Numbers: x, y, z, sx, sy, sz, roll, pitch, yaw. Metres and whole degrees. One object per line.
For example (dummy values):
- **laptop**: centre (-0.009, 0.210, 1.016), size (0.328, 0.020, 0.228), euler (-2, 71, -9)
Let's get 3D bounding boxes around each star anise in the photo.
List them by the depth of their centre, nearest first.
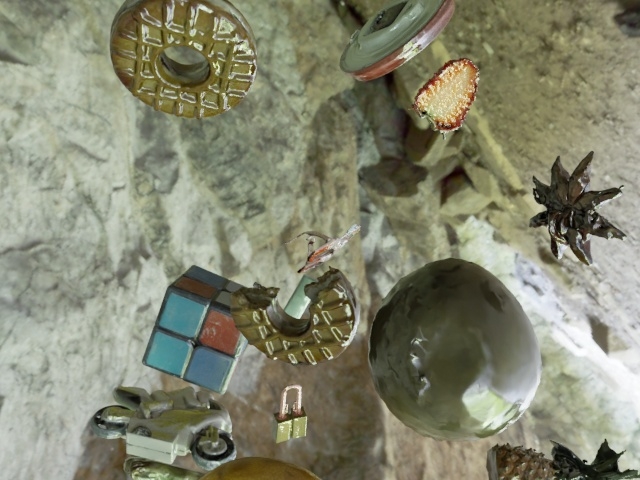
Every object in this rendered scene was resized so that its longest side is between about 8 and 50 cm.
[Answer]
- **star anise**: centre (0.536, -0.066, 1.326), size (0.103, 0.271, 0.272), euler (-10, -131, -28)

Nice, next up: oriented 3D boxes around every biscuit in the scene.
- **biscuit**: centre (-0.297, -0.403, 1.320), size (0.332, 0.332, 0.103), euler (43, -145, -45)
- **biscuit**: centre (-0.061, 0.218, 1.633), size (0.268, 0.367, 0.115), euler (69, -153, -20)
- **biscuit**: centre (-0.473, 0.743, 1.900), size (0.330, 0.078, 0.335), euler (7, 158, 25)

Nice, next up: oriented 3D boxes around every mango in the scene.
- **mango**: centre (-0.077, 0.450, 0.977), size (0.295, 0.177, 0.120), euler (31, 162, -27)

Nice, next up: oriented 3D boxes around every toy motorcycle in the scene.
- **toy motorcycle**: centre (-0.334, 0.407, 1.371), size (0.341, 0.107, 0.223), euler (11, -156, 9)

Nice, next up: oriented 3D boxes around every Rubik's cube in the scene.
- **Rubik's cube**: centre (-0.407, 0.308, 2.144), size (0.316, 0.318, 0.313), euler (21, -168, -1)

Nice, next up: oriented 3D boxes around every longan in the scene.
- **longan**: centre (0.316, 0.276, 1.468), size (0.435, 0.404, 0.404), euler (63, -174, -13)

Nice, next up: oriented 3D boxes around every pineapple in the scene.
- **pineapple**: centre (0.592, 0.569, 1.465), size (0.165, 0.365, 0.165), euler (179, 90, -89)

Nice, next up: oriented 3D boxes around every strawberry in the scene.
- **strawberry**: centre (0.355, -0.399, 1.647), size (0.167, 0.208, 0.087), euler (36, -152, -19)

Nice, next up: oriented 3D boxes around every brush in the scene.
- **brush**: centre (-0.092, 0.523, 1.845), size (0.047, 0.103, 0.233), euler (-120, 28, -48)

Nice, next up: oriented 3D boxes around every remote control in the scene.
- **remote control**: centre (-0.063, 0.183, 1.870), size (0.061, 0.162, 0.029), euler (28, -166, -3)

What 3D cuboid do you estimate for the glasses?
- **glasses**: centre (0.008, 0.003, 1.578), size (0.095, 0.162, 0.255), euler (66, 158, 8)

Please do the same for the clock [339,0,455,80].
- **clock**: centre (0.175, -0.511, 1.445), size (0.080, 0.318, 0.318), euler (46, -170, -27)
